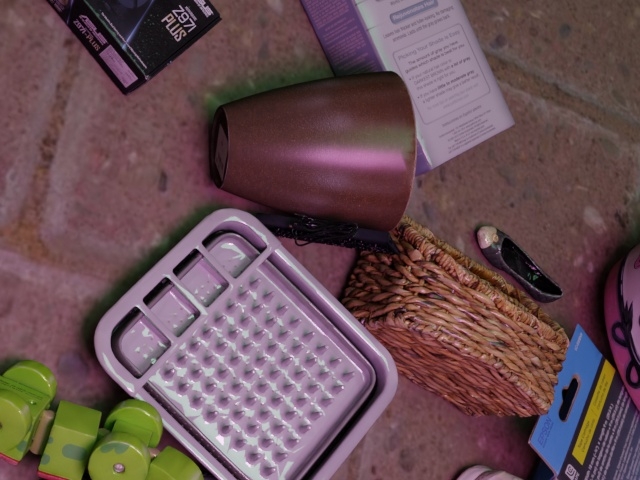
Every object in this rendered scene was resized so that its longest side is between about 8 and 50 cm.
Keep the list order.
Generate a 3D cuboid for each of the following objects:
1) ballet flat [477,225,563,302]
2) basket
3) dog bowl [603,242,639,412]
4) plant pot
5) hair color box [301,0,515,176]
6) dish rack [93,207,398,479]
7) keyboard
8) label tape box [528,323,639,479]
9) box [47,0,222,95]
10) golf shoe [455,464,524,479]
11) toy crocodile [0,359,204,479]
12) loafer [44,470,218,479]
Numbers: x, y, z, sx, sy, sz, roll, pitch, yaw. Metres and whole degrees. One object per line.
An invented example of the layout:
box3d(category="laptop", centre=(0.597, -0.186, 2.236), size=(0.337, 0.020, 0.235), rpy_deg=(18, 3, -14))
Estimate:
box3d(category="ballet flat", centre=(0.305, 0.032, 1.724), size=(0.173, 0.049, 0.057), rpy_deg=(39, 62, -20))
box3d(category="basket", centre=(0.204, 0.085, 1.552), size=(0.299, 0.213, 0.223), rpy_deg=(33, 66, -23))
box3d(category="dog bowl", centre=(0.599, 0.160, 1.763), size=(0.408, 0.150, 0.408), rpy_deg=(27, 50, -36))
box3d(category="plant pot", centre=(-0.021, -0.117, 1.476), size=(0.230, 0.215, 0.215), rpy_deg=(-1, 80, -18))
box3d(category="hair color box", centre=(0.112, -0.291, 1.630), size=(0.185, 0.113, 0.374), rpy_deg=(-29, 97, -33))
box3d(category="dish rack", centre=(-0.093, 0.155, 1.405), size=(0.333, 0.072, 0.285), rpy_deg=(45, 58, -2))
box3d(category="keyboard", centre=(0.000, 0.000, 1.451), size=(0.100, 0.192, 0.038), rpy_deg=(50, 51, -63))
box3d(category="label tape box", centre=(0.406, 0.327, 1.673), size=(0.333, 0.106, 0.240), rpy_deg=(47, 49, -16))
box3d(category="box", centre=(-0.241, -0.302, 1.431), size=(0.180, 0.077, 0.147), rpy_deg=(52, 58, -13))
box3d(category="golf shoe", centre=(0.282, 0.463, 1.573), size=(0.115, 0.140, 0.306), rpy_deg=(-25, 95, -35))
box3d(category="toy crocodile", centre=(-0.286, 0.219, 1.247), size=(0.340, 0.115, 0.105), rpy_deg=(22, 105, -6))
box3d(category="loafer", centre=(-0.221, 0.310, 1.328), size=(0.223, 0.076, 0.078), rpy_deg=(0, 86, -27))
